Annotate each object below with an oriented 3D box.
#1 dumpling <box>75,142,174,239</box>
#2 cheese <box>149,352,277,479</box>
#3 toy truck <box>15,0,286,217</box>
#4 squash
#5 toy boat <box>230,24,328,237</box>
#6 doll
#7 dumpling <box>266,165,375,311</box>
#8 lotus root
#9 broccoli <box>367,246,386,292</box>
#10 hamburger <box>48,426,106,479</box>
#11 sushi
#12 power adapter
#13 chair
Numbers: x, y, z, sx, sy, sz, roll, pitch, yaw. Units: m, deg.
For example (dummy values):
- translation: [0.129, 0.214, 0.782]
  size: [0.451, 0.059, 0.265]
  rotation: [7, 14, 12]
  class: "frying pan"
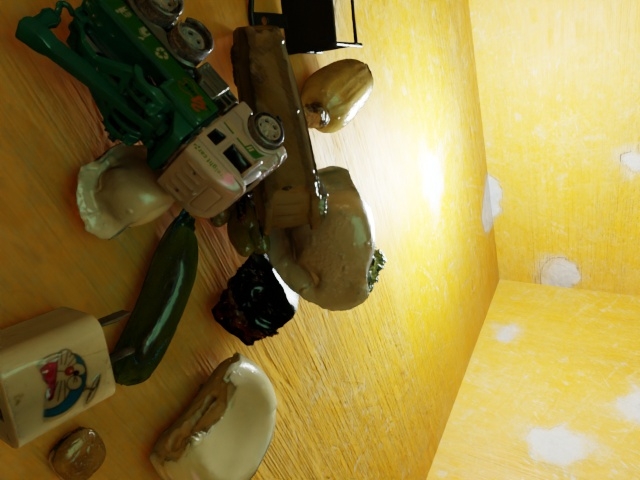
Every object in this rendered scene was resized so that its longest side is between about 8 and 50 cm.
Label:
- translation: [-0.298, -0.085, 0.743]
  size: [0.188, 0.108, 0.127]
  rotation: [-38, 101, -31]
  class: "dumpling"
- translation: [-0.197, 0.363, 0.930]
  size: [0.266, 0.127, 0.233]
  rotation: [-57, 137, -37]
  class: "cheese"
- translation: [-0.226, -0.200, 0.692]
  size: [0.363, 0.176, 0.178]
  rotation: [46, 49, -17]
  class: "toy truck"
- translation: [-0.270, 0.087, 0.821]
  size: [0.087, 0.087, 0.332]
  rotation: [37, 63, -52]
  class: "squash"
- translation: [-0.089, -0.223, 0.897]
  size: [0.135, 0.162, 0.446]
  rotation: [-9, 76, -15]
  class: "toy boat"
- translation: [-0.150, -0.072, 0.910]
  size: [0.137, 0.097, 0.210]
  rotation: [-18, 80, -41]
  class: "doll"
- translation: [0.000, -0.002, 0.949]
  size: [0.175, 0.226, 0.243]
  rotation: [85, -3, -56]
  class: "dumpling"
- translation: [0.036, -0.358, 1.168]
  size: [0.146, 0.130, 0.303]
  rotation: [53, 48, -16]
  class: "lotus root"
- translation: [-0.008, 0.021, 1.116]
  size: [0.361, 0.221, 0.252]
  rotation: [18, 73, -45]
  class: "broccoli"
- translation: [-0.374, 0.333, 0.735]
  size: [0.076, 0.044, 0.083]
  rotation: [-54, 133, -38]
  class: "hamburger"
- translation: [-0.134, 0.125, 0.968]
  size: [0.153, 0.150, 0.172]
  rotation: [40, 22, -39]
  class: "sushi"
- translation: [-0.355, 0.166, 0.664]
  size: [0.205, 0.125, 0.130]
  rotation: [-26, 115, -51]
  class: "power adapter"
- translation: [-0.026, -0.497, 1.055]
  size: [0.260, 0.141, 0.155]
  rotation: [-32, 120, -53]
  class: "chair"
